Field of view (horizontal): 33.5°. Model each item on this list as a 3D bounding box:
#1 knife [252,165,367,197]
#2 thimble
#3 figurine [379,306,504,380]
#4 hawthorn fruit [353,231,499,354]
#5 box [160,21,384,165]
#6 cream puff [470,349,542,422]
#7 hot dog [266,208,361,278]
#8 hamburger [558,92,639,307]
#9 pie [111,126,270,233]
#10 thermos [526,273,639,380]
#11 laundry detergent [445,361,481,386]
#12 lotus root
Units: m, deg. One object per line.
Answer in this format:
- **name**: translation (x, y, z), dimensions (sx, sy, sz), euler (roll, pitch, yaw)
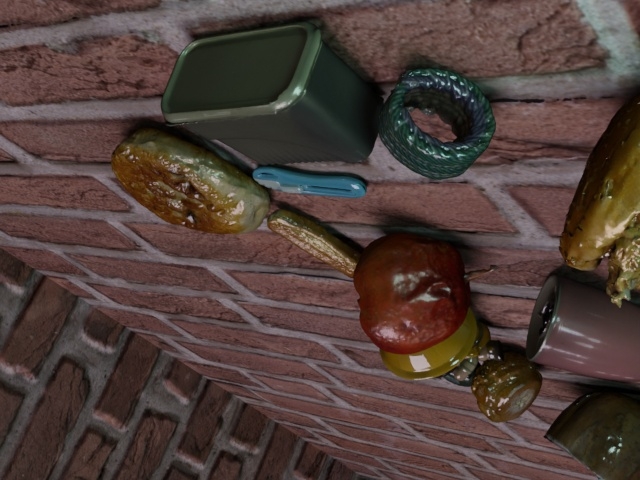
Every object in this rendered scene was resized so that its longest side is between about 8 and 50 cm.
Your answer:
- **knife**: translation (-0.021, -0.093, 1.744), dimensions (0.222, 0.031, 0.064), euler (8, 152, 35)
- **thimble**: translation (0.140, -0.142, 1.308), dimensions (0.135, 0.118, 0.090), euler (24, 160, -4)
- **figurine**: translation (0.225, 0.182, 2.014), dimensions (0.192, 0.167, 0.257), euler (-8, 169, 33)
- **hawthorn fruit**: translation (0.182, 0.080, 1.782), dimensions (0.243, 0.207, 0.207), euler (-14, 149, 14)
- **box**: translation (-0.064, -0.181, 1.419), dimensions (0.274, 0.138, 0.178), euler (3, 157, 45)
- **cream puff**: translation (0.375, 0.293, 2.175), dimensions (0.150, 0.165, 0.115), euler (-7, -137, -37)
- **hot dog**: translation (0.000, 0.000, 1.947), dimensions (0.216, 0.047, 0.066), euler (30, 145, -19)
- **hamburger**: translation (0.377, -0.042, 1.104), dimensions (0.211, 0.260, 0.245), euler (23, 168, 11)
- **pie**: translation (-0.241, -0.099, 1.892), dimensions (0.315, 0.092, 0.315), euler (22, 161, 8)
- **thermos**: translation (0.477, 0.166, 1.723), dimensions (0.265, 0.146, 0.176), euler (17, 154, -2)
- **laundry detergent**: translation (0.237, 0.222, 2.214), dimensions (0.222, 0.078, 0.144), euler (40, 173, -37)
- **lotus root**: translation (0.599, 0.407, 2.155), dimensions (0.272, 0.192, 0.272), euler (28, 179, 0)
